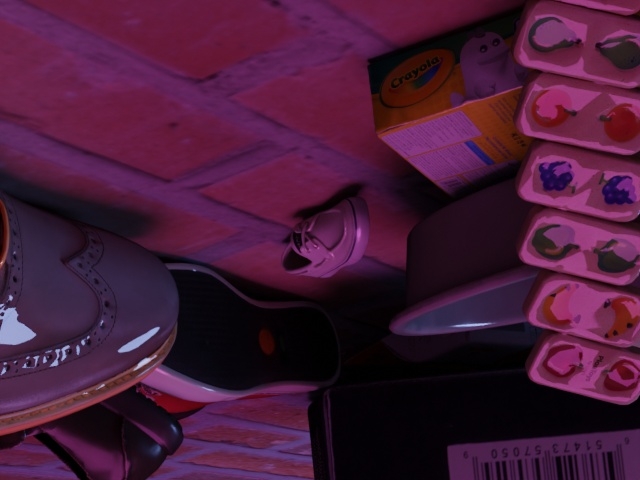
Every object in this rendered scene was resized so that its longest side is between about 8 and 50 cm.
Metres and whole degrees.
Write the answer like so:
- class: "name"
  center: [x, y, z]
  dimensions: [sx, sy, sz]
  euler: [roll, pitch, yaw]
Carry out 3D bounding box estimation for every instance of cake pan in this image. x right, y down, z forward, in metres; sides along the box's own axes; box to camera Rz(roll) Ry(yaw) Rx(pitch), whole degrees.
- class: "cake pan"
  center: [0.176, -0.004, 0.715]
  dimensions: [0.293, 0.054, 0.293]
  euler: [-12, 169, -2]

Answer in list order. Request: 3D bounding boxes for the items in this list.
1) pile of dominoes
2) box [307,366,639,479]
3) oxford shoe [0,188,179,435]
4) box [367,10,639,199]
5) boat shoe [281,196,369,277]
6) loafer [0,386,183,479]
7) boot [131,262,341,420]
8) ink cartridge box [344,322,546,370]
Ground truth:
- class: "pile of dominoes"
  center: [0.180, -0.024, 0.533]
  dimensions: [0.195, 0.040, 0.251]
  euler: [-8, 120, -2]
- class: "box"
  center: [0.146, 0.216, 1.023]
  dimensions: [0.293, 0.212, 0.395]
  euler: [-5, 172, -2]
- class: "oxford shoe"
  center: [-0.193, 0.011, 0.604]
  dimensions: [0.363, 0.130, 0.132]
  euler: [8, 143, -47]
- class: "box"
  center: [0.124, -0.075, 0.592]
  dimensions: [0.179, 0.043, 0.105]
  euler: [-14, 158, 23]
- class: "boat shoe"
  center: [0.000, 0.000, 0.763]
  dimensions: [0.035, 0.035, 0.100]
  euler: [-3, 166, -20]
- class: "loafer"
  center: [-0.189, 0.091, 0.763]
  dimensions: [0.220, 0.078, 0.080]
  euler: [32, 162, -9]
- class: "boot"
  center: [-0.120, 0.085, 0.880]
  dimensions: [0.176, 0.088, 0.244]
  euler: [-17, 161, 28]
- class: "ink cartridge box"
  center: [0.124, 0.095, 1.046]
  dimensions: [0.145, 0.045, 0.179]
  euler: [6, 153, -30]
